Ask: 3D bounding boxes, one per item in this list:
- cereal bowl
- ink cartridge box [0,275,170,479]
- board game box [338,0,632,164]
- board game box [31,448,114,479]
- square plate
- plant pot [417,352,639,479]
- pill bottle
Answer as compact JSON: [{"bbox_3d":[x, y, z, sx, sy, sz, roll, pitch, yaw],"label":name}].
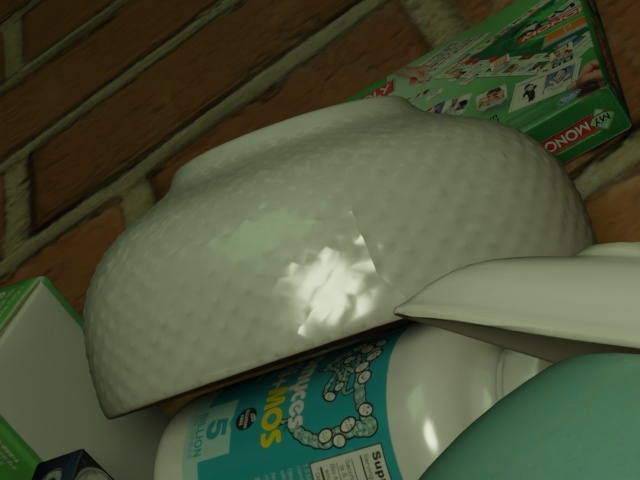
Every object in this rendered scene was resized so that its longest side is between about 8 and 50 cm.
[{"bbox_3d":[0.000,0.000,1.053,0.338,0.141,0.339,-19,-5,-2],"label":"cereal bowl"},{"bbox_3d":[-0.268,0.162,1.236,0.289,0.211,0.122,-15,34,37],"label":"ink cartridge box"},{"bbox_3d":[0.094,-0.086,1.355,0.317,0.046,0.213,-29,28,19],"label":"board game box"},{"bbox_3d":[-0.141,0.269,0.975,0.042,0.165,0.243,-22,33,29],"label":"board game box"},{"bbox_3d":[0.265,0.053,0.650,0.347,0.344,0.049,1,78,51],"label":"square plate"},{"bbox_3d":[0.127,0.182,0.587,0.293,0.293,0.235,0,61,50],"label":"plant pot"},{"bbox_3d":[0.039,0.132,0.984,0.264,0.146,0.146,-21,32,30],"label":"pill bottle"}]
